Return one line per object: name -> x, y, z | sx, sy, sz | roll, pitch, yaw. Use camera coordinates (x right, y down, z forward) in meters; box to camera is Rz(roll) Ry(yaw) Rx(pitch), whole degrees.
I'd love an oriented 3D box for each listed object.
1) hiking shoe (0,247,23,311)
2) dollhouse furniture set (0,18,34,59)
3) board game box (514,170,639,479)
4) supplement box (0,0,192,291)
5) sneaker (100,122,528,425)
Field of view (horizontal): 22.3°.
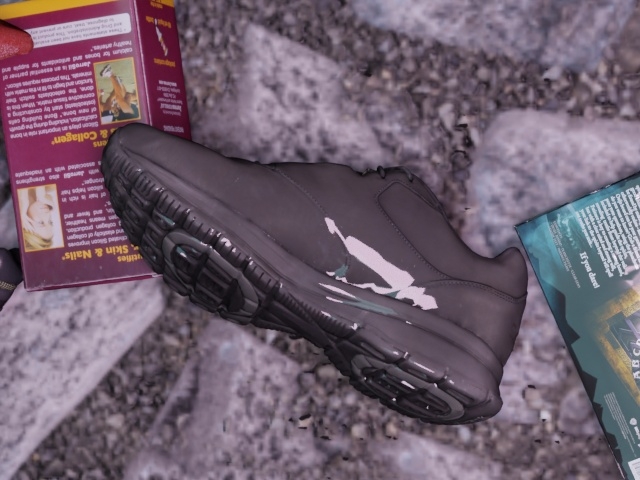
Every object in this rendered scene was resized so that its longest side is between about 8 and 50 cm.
hiking shoe -> -0.282, -0.039, 1.117 | 0.114, 0.086, 0.227 | -38, 88, 0
dollhouse furniture set -> -0.294, -0.196, 1.046 | 0.201, 0.152, 0.374 | -30, 79, 15
board game box -> 0.214, 0.051, 1.003 | 0.126, 0.026, 0.186 | -24, 86, 15
supplement box -> -0.144, -0.066, 1.067 | 0.104, 0.081, 0.188 | -7, 91, 15
sneaker -> 0.000, 0.000, 1.001 | 0.286, 0.109, 0.130 | 31, 66, -10
